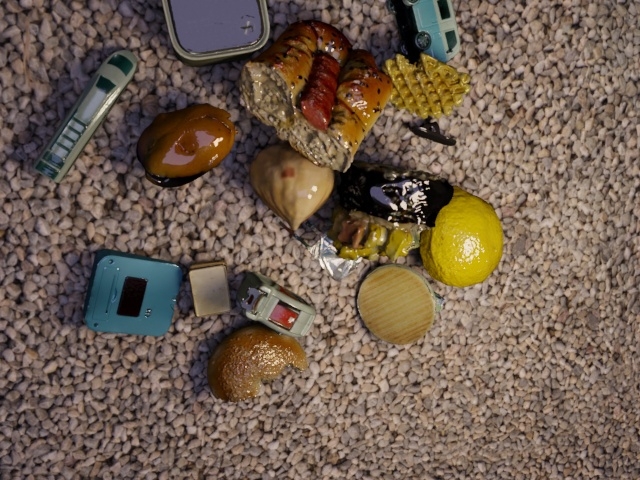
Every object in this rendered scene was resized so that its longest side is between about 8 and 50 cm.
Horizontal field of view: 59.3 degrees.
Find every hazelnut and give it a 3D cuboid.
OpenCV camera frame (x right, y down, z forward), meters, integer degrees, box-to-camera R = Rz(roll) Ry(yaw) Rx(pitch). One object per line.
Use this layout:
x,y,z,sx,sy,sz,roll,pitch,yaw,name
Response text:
-0.072,-0.151,1.601,0.261,0.261,0.241,14,89,-15,hazelnut

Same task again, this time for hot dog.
0.016,-0.424,1.529,0.367,0.196,0.365,39,51,-6,hot dog

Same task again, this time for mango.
-0.371,-0.269,1.560,0.287,0.152,0.201,-23,109,-7,mango

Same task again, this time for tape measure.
-0.139,0.197,1.659,0.246,0.243,0.125,32,90,-17,tape measure

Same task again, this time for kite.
0.000,0.000,1.772,0.310,0.015,0.169,33,93,-17,kite

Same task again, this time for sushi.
0.190,-0.076,1.624,0.328,0.328,0.285,7,100,-8,sushi

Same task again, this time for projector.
-0.280,-0.596,1.465,0.248,0.249,0.249,-13,105,-10,projector

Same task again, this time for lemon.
0.428,-0.006,1.741,0.268,0.268,0.322,-17,99,-9,lemon

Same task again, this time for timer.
-0.552,0.156,1.662,0.250,0.091,0.232,13,98,-27,timer

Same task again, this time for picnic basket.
-0.332,0.142,1.691,0.115,0.079,0.164,-7,103,-13,picnic basket

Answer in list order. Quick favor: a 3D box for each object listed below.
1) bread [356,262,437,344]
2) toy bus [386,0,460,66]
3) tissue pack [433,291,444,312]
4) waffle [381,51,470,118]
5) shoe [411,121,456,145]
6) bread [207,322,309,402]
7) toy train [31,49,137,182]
0.243,0.201,1.795,0.267,0.040,0.267,4,101,21,bread
0.312,-0.637,1.652,0.164,0.133,0.271,-20,103,-13,toy bus
0.333,0.199,1.852,0.111,0.085,0.079,18,98,-17,tissue pack
0.291,-0.448,1.637,0.261,0.250,0.056,21,68,-12,waffle
0.357,-0.342,1.762,0.159,0.062,0.053,19,84,-15,shoe
-0.199,0.357,1.719,0.314,0.171,0.192,-15,108,-10,bread
-0.629,-0.346,1.520,0.086,0.088,0.407,34,91,-16,toy train
